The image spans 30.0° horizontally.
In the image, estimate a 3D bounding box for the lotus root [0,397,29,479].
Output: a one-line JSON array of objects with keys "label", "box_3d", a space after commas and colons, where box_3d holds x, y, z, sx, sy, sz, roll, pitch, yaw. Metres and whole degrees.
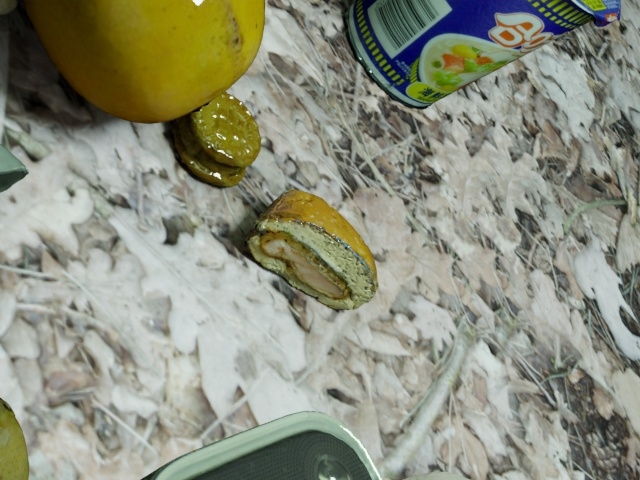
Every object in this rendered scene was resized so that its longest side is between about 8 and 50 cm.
[{"label": "lotus root", "box_3d": [-0.304, 0.191, 0.783, 0.154, 0.154, 0.278, 50, 35, -7]}]

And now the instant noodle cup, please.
[{"label": "instant noodle cup", "box_3d": [0.210, -0.340, 1.660, 0.284, 0.312, 0.284, 30, 43, -33]}]

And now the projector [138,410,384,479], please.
[{"label": "projector", "box_3d": [-0.081, 0.295, 0.862, 0.248, 0.249, 0.248, -11, 71, -54]}]

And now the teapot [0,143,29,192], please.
[{"label": "teapot", "box_3d": [-0.344, -0.125, 0.955, 0.171, 0.203, 0.225, -30, 92, -19]}]

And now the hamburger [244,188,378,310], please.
[{"label": "hamburger", "box_3d": [-0.003, -0.007, 1.336, 0.176, 0.087, 0.102, 30, 43, -27]}]

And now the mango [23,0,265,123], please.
[{"label": "mango", "box_3d": [-0.202, -0.324, 1.213, 0.300, 0.232, 0.446, 61, 6, -69]}]

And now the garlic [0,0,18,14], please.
[{"label": "garlic", "box_3d": [-0.340, -0.270, 1.169, 0.074, 0.094, 0.113, -29, 88, -23]}]

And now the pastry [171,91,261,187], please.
[{"label": "pastry", "box_3d": [-0.113, -0.114, 1.321, 0.097, 0.057, 0.109, -14, 71, -51]}]

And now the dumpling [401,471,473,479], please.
[{"label": "dumpling", "box_3d": [0.092, 0.302, 1.181, 0.151, 0.124, 0.229, 23, 39, 21]}]
